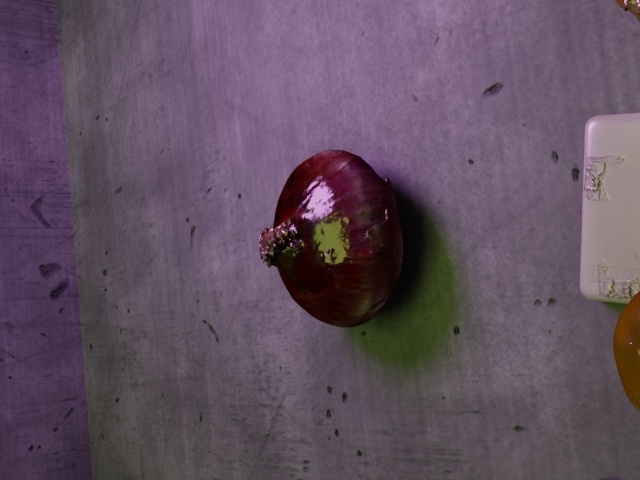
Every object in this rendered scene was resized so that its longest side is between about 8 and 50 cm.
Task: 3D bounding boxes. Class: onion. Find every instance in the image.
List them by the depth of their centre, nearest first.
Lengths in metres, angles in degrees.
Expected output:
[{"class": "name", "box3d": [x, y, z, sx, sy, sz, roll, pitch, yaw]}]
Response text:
[{"class": "onion", "box3d": [0.000, 0.000, 1.568, 0.347, 0.285, 0.348, 14, 106, 58]}]

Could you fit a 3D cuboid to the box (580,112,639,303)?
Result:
[{"class": "box", "box3d": [0.461, -0.047, 1.216, 0.142, 0.044, 0.285, 4, 94, 46]}]

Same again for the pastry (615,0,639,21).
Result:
[{"class": "pastry", "box3d": [0.494, -0.393, 1.128, 0.218, 0.100, 0.229, -4, 86, 49]}]

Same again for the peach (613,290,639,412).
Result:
[{"class": "peach", "box3d": [0.517, 0.163, 1.080, 0.251, 0.153, 0.251, 8, 100, 53]}]

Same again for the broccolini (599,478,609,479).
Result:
[{"class": "broccolini", "box3d": [0.512, 0.373, 1.167, 0.239, 0.054, 0.051, 1, 56, 51]}]
